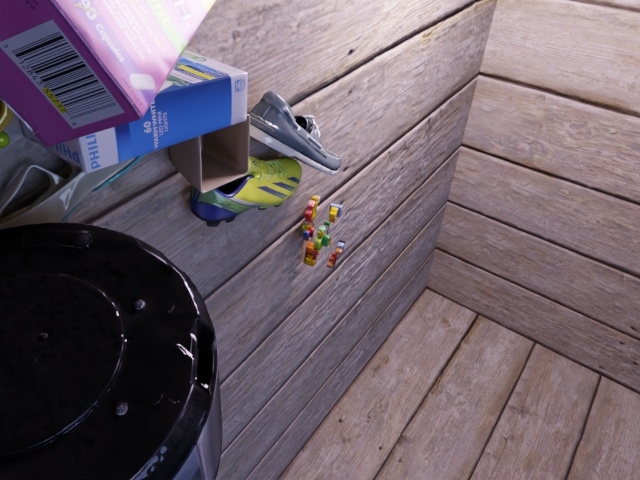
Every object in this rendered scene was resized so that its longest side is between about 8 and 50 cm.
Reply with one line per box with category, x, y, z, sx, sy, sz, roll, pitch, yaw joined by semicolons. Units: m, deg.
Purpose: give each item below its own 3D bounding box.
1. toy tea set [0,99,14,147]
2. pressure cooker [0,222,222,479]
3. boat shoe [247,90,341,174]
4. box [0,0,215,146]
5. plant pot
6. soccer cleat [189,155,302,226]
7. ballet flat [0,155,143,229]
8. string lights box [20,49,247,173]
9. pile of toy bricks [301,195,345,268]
toy tea set;-0.369;-0.188;0.371;0.200;0.124;0.335;-42;148;-37
pressure cooker;-0.307;0.237;0.578;0.371;0.375;0.420;-9;142;-16
boat shoe;-0.034;-0.216;0.985;0.320;0.116;0.098;11;108;-58
box;-0.225;-0.250;0.422;0.213;0.118;0.242;61;28;-43
plant pot;-0.189;-0.157;0.771;0.109;0.096;0.109;-34;142;-45
soccer cleat;-0.126;-0.121;0.916;0.289;0.093;0.121;-31;152;-45
ballet flat;-0.329;-0.083;0.612;0.248;0.086;0.086;-51;152;-21
string lights box;-0.234;-0.181;0.621;0.260;0.134;0.076;-36;144;-45
pile of toy bricks;0.000;0.000;1.233;0.105;0.118;0.212;-60;162;-57
